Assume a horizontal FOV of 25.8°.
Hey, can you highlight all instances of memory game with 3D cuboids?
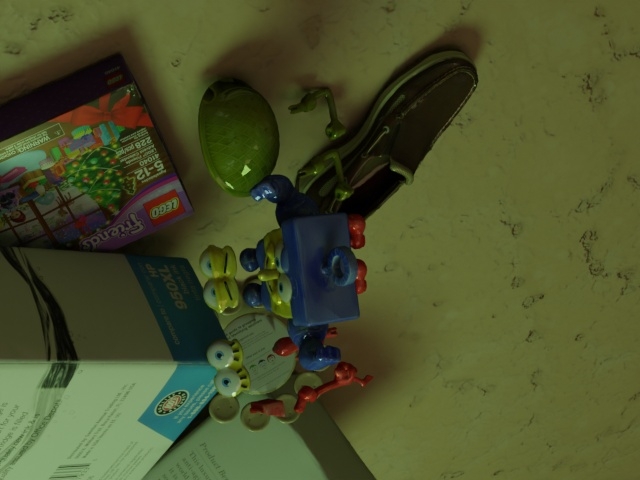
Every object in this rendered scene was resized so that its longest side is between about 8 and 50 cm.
[{"bbox_3d":[-0.078,0.138,1.682,0.186,0.186,0.012,-14,174,-15],"label":"memory game"}]

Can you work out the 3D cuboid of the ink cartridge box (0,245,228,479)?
[{"bbox_3d":[-0.335,0.153,1.483,0.395,0.166,0.285,5,136,-44],"label":"ink cartridge box"}]

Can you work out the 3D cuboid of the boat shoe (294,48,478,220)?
[{"bbox_3d":[0.088,-0.100,1.580,0.257,0.095,0.095,-45,134,17],"label":"boat shoe"}]

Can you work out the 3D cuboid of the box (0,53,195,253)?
[{"bbox_3d":[-0.300,-0.050,1.462,0.293,0.057,0.201,-25,137,-3],"label":"box"}]

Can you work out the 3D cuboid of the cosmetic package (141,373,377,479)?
[{"bbox_3d":[-0.155,0.396,1.792,0.453,0.230,0.161,-40,166,13],"label":"cosmetic package"}]

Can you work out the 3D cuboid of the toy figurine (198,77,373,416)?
[{"bbox_3d":[0.000,0.000,1.417,0.191,0.217,0.362,-5,89,-24],"label":"toy figurine"}]
